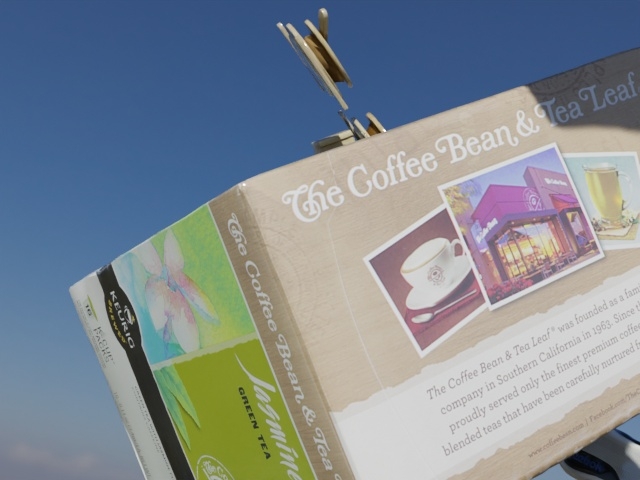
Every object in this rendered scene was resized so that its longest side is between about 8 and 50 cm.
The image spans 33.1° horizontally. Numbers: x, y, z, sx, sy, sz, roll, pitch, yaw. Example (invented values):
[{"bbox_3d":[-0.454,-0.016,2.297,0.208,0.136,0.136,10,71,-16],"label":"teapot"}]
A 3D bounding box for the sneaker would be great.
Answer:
[{"bbox_3d":[0.329,0.236,0.990,0.121,0.079,0.217,24,7,-34],"label":"sneaker"}]

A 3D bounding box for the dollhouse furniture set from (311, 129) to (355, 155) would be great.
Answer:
[{"bbox_3d":[0.000,0.000,1.081,0.161,0.182,0.101,-22,10,-15],"label":"dollhouse furniture set"}]

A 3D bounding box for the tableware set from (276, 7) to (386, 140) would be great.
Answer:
[{"bbox_3d":[0.035,-0.132,1.013,0.194,0.039,0.128,53,2,-20],"label":"tableware set"}]

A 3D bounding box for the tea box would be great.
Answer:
[{"bbox_3d":[0.051,0.049,0.754,0.329,0.220,0.323,-21,-2,-30],"label":"tea box"}]
